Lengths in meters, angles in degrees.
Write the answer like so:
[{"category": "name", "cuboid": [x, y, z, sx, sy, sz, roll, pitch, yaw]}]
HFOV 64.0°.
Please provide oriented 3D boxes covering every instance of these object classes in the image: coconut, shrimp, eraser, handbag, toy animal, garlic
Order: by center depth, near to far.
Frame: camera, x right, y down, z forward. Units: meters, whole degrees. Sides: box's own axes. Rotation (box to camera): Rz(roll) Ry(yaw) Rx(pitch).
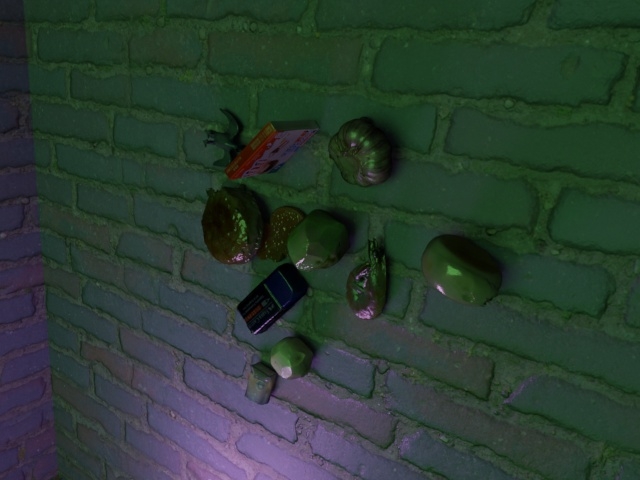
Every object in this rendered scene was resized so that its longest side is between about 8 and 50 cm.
[{"category": "garlic", "cuboid": [0.143, -0.291, 1.662, 0.245, 0.160, 0.245, 39, 155, 22]}, {"category": "coconut", "cuboid": [0.000, 0.000, 1.796, 0.236, 0.236, 0.205, -33, 47, 35]}, {"category": "shrimp", "cuboid": [0.160, 0.134, 1.801, 0.168, 0.077, 0.317, 15, 112, 33]}, {"category": "coconut", "cuboid": [-0.110, 0.471, 2.015, 0.162, 0.161, 0.161, 50, 124, 25]}, {"category": "toy animal", "cuboid": [-0.379, -0.388, 2.042, 0.255, 0.176, 0.239, 53, 128, 55]}, {"category": "eraser", "cuboid": [-0.197, 0.241, 2.050, 0.332, 0.101, 0.155, -44, 77, 34]}, {"category": "handbag", "cuboid": [-0.257, 0.622, 2.194, 0.117, 0.095, 0.173, 25, 106, 33]}]

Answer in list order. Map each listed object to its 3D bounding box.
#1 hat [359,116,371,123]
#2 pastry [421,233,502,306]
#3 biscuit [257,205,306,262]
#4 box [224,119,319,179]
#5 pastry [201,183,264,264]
[{"category": "hat", "cuboid": [0.142, -0.382, 1.714, 0.058, 0.042, 0.087, 29, 151, 6]}, {"category": "pastry", "cuboid": [0.417, 0.087, 1.514, 0.264, 0.265, 0.133, 34, 116, 23]}, {"category": "biscuit", "cuboid": [-0.151, -0.016, 1.993, 0.288, 0.044, 0.202, -33, 81, 36]}, {"category": "box", "cuboid": [-0.168, -0.320, 1.798, 0.273, 0.265, 0.048, -40, 80, 35]}, {"category": "pastry", "cuboid": [-0.350, -0.056, 2.036, 0.329, 0.136, 0.330, 3, 95, 44]}]
